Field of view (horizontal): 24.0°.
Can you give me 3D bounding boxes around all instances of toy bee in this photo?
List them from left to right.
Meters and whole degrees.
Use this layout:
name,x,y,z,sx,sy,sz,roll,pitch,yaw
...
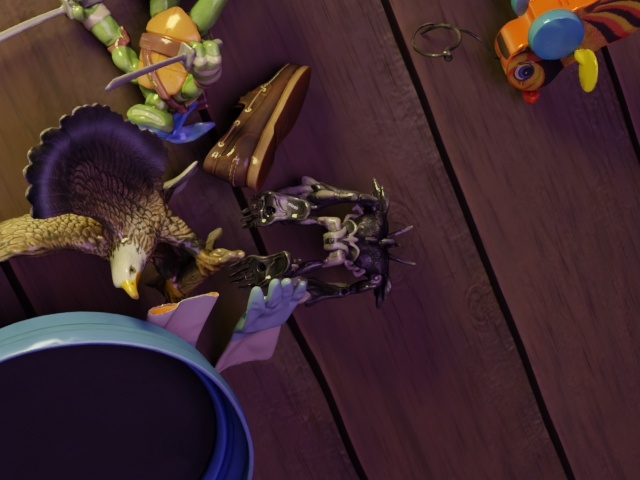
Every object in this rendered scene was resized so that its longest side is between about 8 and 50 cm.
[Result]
name,x,y,z,sx,sy,sz,roll,pitch,yaw
toy bee,0.285,-0.261,1.924,0.162,0.298,0.195,65,28,-49

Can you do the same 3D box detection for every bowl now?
name,x,y,z,sx,sy,sz,roll,pitch,yaw
bowl,-0.270,0.243,1.643,0.391,0.077,0.391,-8,126,-12

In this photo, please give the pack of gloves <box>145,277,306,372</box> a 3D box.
name,x,y,z,sx,sy,sz,roll,pitch,yaw
pack of gloves,-0.115,0.125,1.723,0.195,0.232,0.046,-13,65,-22

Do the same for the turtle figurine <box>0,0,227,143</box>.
name,x,y,z,sx,sy,sz,roll,pitch,yaw
turtle figurine,-0.179,-0.252,1.632,0.275,0.198,0.266,26,81,-33

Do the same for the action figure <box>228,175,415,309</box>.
name,x,y,z,sx,sy,sz,roll,pitch,yaw
action figure,0.000,0.000,1.808,0.276,0.141,0.164,6,87,-55

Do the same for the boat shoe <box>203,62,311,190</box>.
name,x,y,z,sx,sy,sz,roll,pitch,yaw
boat shoe,-0.071,-0.142,1.750,0.207,0.073,0.073,-62,163,-45

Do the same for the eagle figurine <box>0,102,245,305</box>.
name,x,y,z,sx,sy,sz,roll,pitch,yaw
eagle figurine,-0.237,-0.018,1.619,0.298,0.225,0.226,27,84,-29
